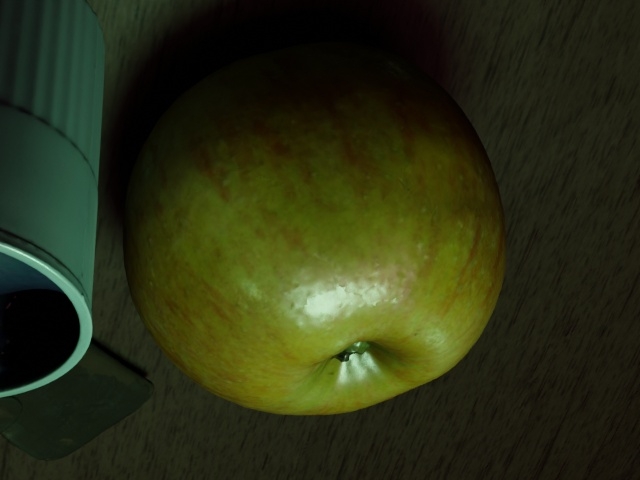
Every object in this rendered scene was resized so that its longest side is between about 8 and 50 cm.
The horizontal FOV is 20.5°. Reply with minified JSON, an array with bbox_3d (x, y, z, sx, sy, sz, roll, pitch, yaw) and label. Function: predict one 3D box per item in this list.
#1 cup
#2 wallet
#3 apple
[{"bbox_3d":[-0.335,-0.049,1.504,0.331,0.311,0.256,-27,137,34],"label":"cup"},{"bbox_3d":[-0.328,0.151,1.969,0.165,0.042,0.309,-38,141,7],"label":"wallet"},{"bbox_3d":[0.000,0.000,1.776,0.400,0.333,0.400,-17,139,-16],"label":"apple"}]
